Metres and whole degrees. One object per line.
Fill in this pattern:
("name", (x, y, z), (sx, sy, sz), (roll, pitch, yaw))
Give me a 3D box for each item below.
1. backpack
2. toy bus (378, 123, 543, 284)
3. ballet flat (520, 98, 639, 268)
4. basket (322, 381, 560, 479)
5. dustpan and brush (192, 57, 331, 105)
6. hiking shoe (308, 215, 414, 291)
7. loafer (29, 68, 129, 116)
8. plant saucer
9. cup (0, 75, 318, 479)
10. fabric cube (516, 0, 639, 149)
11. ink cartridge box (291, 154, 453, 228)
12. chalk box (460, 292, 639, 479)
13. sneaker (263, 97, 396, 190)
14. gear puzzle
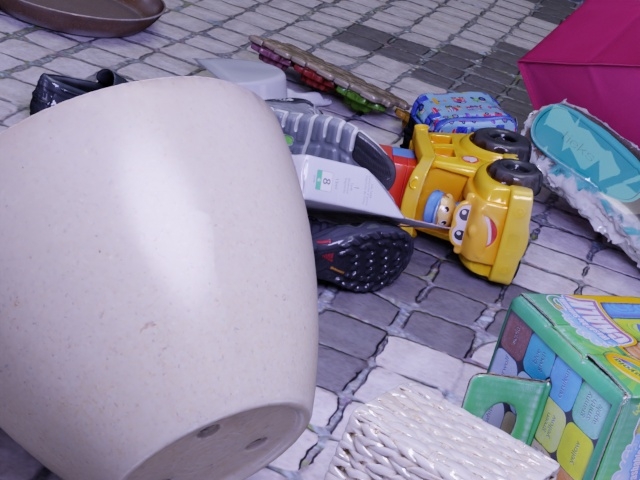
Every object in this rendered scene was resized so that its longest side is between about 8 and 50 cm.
("backpack", (0.207, -0.119, 1.911), (0.158, 0.117, 0.173), (-1, 32, -17))
("toy bus", (0.152, -0.058, 1.699), (0.211, 0.150, 0.220), (10, 25, -7))
("ballet flat", (0.432, -0.033, 1.822), (0.409, 0.147, 0.147), (44, 33, 23))
("basket", (0.095, 0.200, 1.116), (0.167, 0.103, 0.113), (26, 24, 27))
("dustpan and brush", (-0.076, -0.232, 2.090), (0.211, 0.060, 0.147), (-4, 24, -25))
("hiking shoe", (0.000, 0.000, 1.544), (0.226, 0.086, 0.114), (-3, 32, -35))
("loafer", (-0.273, -0.184, 1.806), (0.223, 0.078, 0.076), (-4, 30, -39))
("plant saucer", (-0.408, -0.392, 2.243), (0.310, 0.050, 0.311), (13, 22, -5))
("cup", (-0.130, 0.069, 1.069), (0.331, 0.331, 0.237), (-6, 57, -41))
("fabric cube", (0.481, -0.211, 1.928), (0.258, 0.254, 0.259), (-41, 32, -28))
("ink cartridge box", (0.014, -0.054, 1.564), (0.224, 0.056, 0.181), (8, -3, -38))
("chalk box", (0.252, 0.164, 1.209), (0.288, 0.180, 0.179), (2, 26, -27))
("sneaker", (0.002, -0.128, 1.672), (0.228, 0.086, 0.132), (23, 22, 15))
("gear puzzle", (0.049, -0.231, 2.168), (0.339, 0.044, 0.175), (29, 12, 18))
